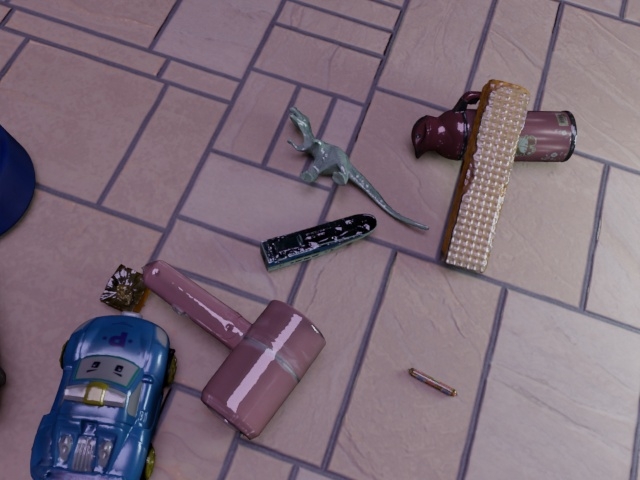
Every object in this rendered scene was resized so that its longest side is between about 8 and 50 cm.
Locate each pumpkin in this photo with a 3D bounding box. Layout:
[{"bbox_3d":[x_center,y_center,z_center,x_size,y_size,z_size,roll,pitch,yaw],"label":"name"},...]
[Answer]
[{"bbox_3d":[-0.355,0.093,1.184,0.074,0.054,0.083,21,69,11],"label":"pumpkin"}]

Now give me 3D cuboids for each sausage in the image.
[{"bbox_3d":[0.204,0.257,1.171,0.100,0.015,0.015,27,66,8],"label":"sausage"}]

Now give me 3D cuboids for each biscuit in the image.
[{"bbox_3d":[0.325,-0.128,1.267,0.094,0.054,0.379,14,87,-5],"label":"biscuit"}]

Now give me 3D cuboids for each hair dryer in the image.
[{"bbox_3d":[-0.191,0.159,1.127,0.352,0.125,0.210,34,68,12],"label":"hair dryer"}]

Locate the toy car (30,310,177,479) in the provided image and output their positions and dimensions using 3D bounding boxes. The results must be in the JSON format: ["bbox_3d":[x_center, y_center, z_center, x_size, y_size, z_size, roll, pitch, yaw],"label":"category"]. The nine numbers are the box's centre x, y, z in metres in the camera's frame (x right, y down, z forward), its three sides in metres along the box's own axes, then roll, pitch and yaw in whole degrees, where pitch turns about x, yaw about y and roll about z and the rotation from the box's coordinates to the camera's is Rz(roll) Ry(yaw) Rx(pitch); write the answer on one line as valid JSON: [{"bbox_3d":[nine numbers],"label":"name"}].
[{"bbox_3d":[-0.352,0.256,1.050,0.198,0.166,0.314,11,64,-3],"label":"toy car"}]

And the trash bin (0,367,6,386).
[{"bbox_3d":[-0.645,0.169,1.060,0.209,0.182,0.290,-14,62,-10],"label":"trash bin"}]

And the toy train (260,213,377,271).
[{"bbox_3d":[0.000,0.000,1.256,0.233,0.051,0.052,-17,68,-16],"label":"toy train"}]

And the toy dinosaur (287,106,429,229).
[{"bbox_3d":[0.040,-0.123,1.300,0.383,0.076,0.129,49,47,10],"label":"toy dinosaur"}]

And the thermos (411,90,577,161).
[{"bbox_3d":[0.355,-0.228,1.343,0.330,0.136,0.110,0,61,-4],"label":"thermos"}]

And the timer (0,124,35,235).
[{"bbox_3d":[-0.683,-0.177,1.102,0.270,0.383,0.270,2,64,-3],"label":"timer"}]
